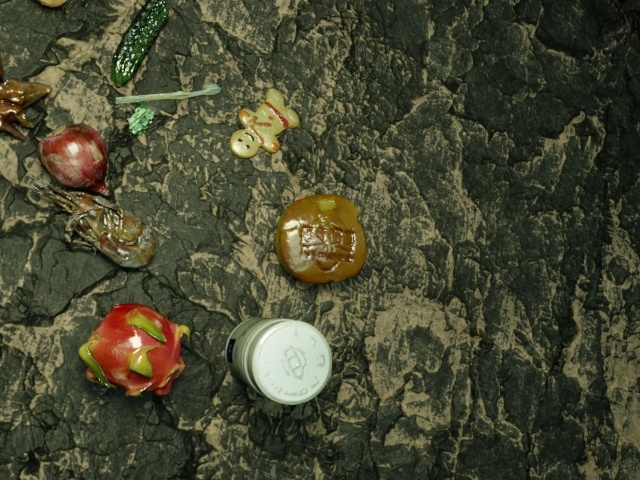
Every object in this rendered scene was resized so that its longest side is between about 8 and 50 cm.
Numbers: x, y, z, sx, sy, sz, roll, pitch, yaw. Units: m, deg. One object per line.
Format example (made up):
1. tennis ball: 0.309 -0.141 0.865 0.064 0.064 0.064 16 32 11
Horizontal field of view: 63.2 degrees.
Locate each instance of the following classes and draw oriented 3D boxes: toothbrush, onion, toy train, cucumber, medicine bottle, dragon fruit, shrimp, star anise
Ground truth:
1. toothbrush: -0.414 -0.396 1.422 0.294 0.026 0.028 -17 71 -23
2. onion: -0.584 -0.187 1.267 0.159 0.159 0.195 -37 120 -22
3. toy train: -0.480 -0.320 1.382 0.053 0.033 0.083 40 71 -7
4. cucumber: -0.487 -0.531 1.384 0.077 0.077 0.265 29 72 -16
5. medicine bottle: -0.114 0.286 1.285 0.190 0.332 0.190 3 82 -21
6. dragon fruit: -0.433 0.262 1.229 0.227 0.224 0.224 33 72 2
7. shrimp: -0.561 -0.045 1.267 0.343 0.116 0.145 35 70 -20
8. star anise: -0.809 -0.315 1.212 0.349 0.109 0.292 -30 90 -21

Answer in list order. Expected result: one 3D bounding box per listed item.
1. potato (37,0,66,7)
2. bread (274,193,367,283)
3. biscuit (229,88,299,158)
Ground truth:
1. potato: -0.693 -0.671 1.304 0.109 0.118 0.178 -18 74 -57
2. bread: 0.000 0.000 1.468 0.270 0.148 0.270 3 82 -21
3. biscuit: -0.168 -0.326 1.509 0.234 0.030 0.153 -44 98 -21
